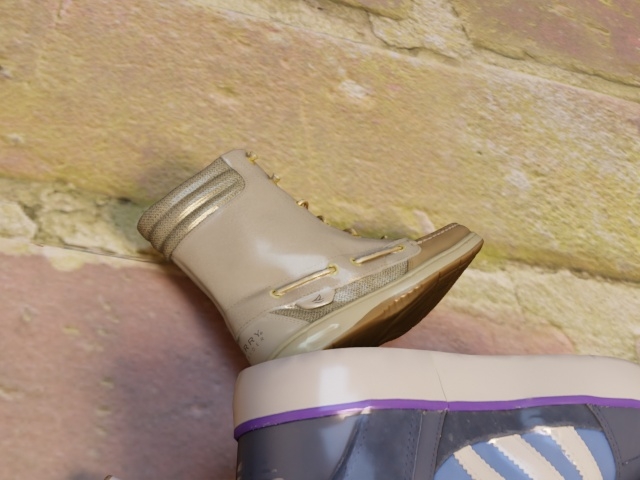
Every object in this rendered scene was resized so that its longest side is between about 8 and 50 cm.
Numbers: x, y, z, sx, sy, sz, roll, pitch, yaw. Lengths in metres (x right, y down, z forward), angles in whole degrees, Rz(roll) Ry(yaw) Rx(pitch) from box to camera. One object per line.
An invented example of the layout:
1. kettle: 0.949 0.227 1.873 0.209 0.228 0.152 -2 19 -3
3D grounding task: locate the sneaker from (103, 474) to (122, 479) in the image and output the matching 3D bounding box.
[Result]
1. sneaker: -0.095 0.172 0.427 0.067 0.042 0.118 22 40 -2

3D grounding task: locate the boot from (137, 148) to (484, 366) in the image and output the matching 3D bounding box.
1. boot: 0.000 0.000 0.620 0.213 0.077 0.165 -27 63 -39

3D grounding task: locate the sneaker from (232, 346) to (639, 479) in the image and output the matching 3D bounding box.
1. sneaker: 0.095 0.186 0.475 0.323 0.130 0.236 10 62 -37
